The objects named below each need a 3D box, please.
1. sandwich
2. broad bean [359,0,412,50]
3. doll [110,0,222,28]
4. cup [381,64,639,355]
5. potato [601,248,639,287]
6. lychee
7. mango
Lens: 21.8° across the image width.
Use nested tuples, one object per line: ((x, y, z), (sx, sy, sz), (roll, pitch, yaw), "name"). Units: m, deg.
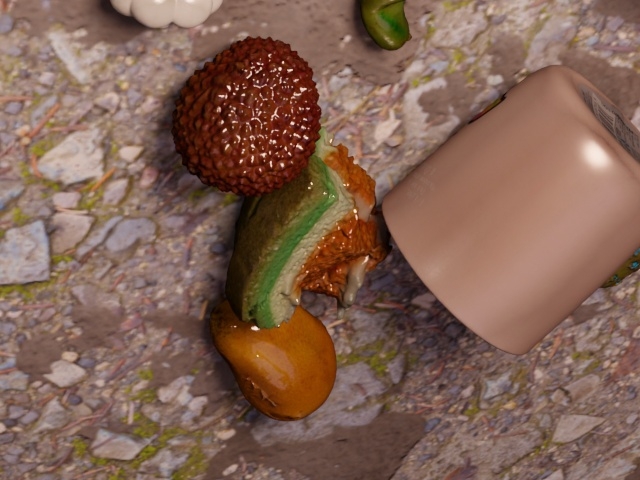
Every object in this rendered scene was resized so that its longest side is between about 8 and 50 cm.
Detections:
((0.003, -0.007, 1.479), (0.160, 0.109, 0.185), (7, 132, -27), "sandwich")
((0.095, -0.236, 1.313), (0.070, 0.048, 0.213), (12, 130, -32), "broad bean")
((-0.105, -0.224, 1.232), (0.106, 0.062, 0.162), (0, 136, -17), "doll")
((0.204, -0.034, 1.497), (0.200, 0.191, 0.253), (-43, 165, 19), "cup")
((0.319, -0.007, 1.624), (0.198, 0.054, 0.119), (-30, 162, 6), "potato")
((-0.058, -0.102, 1.347), (0.123, 0.123, 0.129), (1, 106, -24), "lychee")
((-0.040, 0.113, 1.610), (0.105, 0.084, 0.159), (-32, 139, 4), "mango")
